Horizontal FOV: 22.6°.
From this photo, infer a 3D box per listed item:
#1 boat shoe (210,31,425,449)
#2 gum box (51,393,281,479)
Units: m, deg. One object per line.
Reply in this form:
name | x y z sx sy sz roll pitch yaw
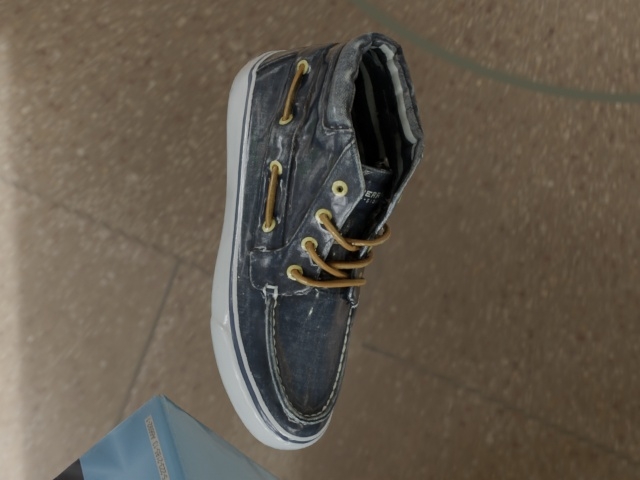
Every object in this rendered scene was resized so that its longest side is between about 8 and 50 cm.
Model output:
boat shoe | 0.000 0.000 0.705 0.083 0.065 0.183 -9 80 48
gum box | 0.025 0.138 0.370 0.041 0.157 0.184 -40 127 11
